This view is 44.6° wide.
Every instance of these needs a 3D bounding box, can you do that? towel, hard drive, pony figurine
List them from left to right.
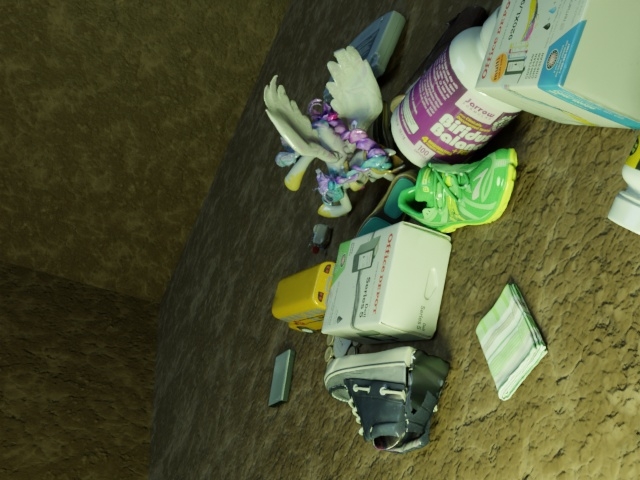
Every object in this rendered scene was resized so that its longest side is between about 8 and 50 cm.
[{"bbox_3d":[-0.100,0.358,2.019,0.094,0.022,0.135,-40,37,57],"label":"hard drive"},{"bbox_3d":[0.027,-0.221,1.786,0.303,0.351,0.363,-34,1,-28],"label":"pony figurine"},{"bbox_3d":[0.278,0.149,1.170,0.113,0.023,0.152,-60,22,29],"label":"towel"}]

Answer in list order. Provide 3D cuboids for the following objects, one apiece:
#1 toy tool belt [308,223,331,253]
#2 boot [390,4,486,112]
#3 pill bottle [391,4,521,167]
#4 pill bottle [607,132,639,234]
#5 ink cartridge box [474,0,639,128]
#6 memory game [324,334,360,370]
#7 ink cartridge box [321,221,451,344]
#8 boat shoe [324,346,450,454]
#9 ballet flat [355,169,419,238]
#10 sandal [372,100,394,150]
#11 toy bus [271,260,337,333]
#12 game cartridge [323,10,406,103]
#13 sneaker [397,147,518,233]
[{"bbox_3d":[0.000,0.000,2.041,0.051,0.052,0.083,61,-135,-73],"label":"toy tool belt"},{"bbox_3d":[0.252,-0.368,1.654,0.206,0.090,0.248,-65,15,-16],"label":"boot"},{"bbox_3d":[0.264,-0.259,1.350,0.301,0.169,0.169,132,150,-51],"label":"pill bottle"},{"bbox_3d":[0.415,-0.099,0.872,0.119,0.119,0.208,-125,55,-67],"label":"pill bottle"},{"bbox_3d":[0.360,-0.263,1.089,0.233,0.168,0.171,-149,77,-71],"label":"ink cartridge box"},{"bbox_3d":[0.054,0.218,1.739,0.186,0.012,0.186,-162,90,-72],"label":"memory game"},{"bbox_3d":[0.121,0.090,1.511,0.273,0.115,0.198,-23,51,65],"label":"ink cartridge box"},{"bbox_3d":[0.090,0.294,1.391,0.340,0.127,0.158,-34,35,60],"label":"boat shoe"},{"bbox_3d":[0.150,-0.054,1.658,0.232,0.080,0.073,-56,-3,33],"label":"ballet flat"},{"bbox_3d":[0.159,-0.239,1.815,0.072,0.049,0.180,127,139,-59],"label":"sandal"},{"bbox_3d":[-0.014,0.135,1.782,0.333,0.130,0.108,-26,48,65],"label":"toy bus"},{"bbox_3d":[0.116,-0.484,2.075,0.297,0.062,0.198,-21,38,62],"label":"game cartridge"},{"bbox_3d":[0.231,-0.082,1.352,0.295,0.124,0.109,-32,43,61],"label":"sneaker"}]
